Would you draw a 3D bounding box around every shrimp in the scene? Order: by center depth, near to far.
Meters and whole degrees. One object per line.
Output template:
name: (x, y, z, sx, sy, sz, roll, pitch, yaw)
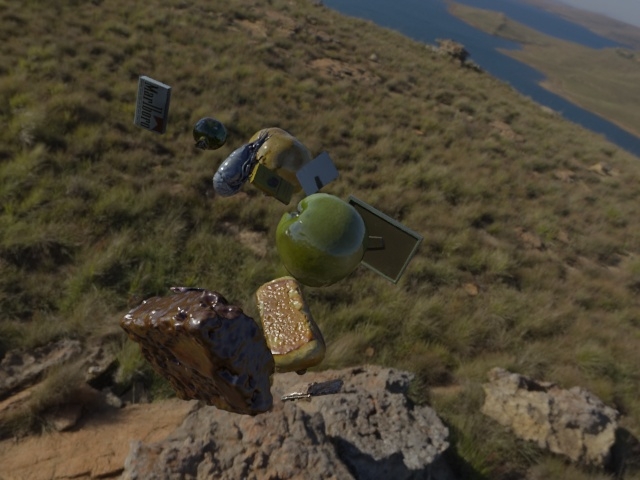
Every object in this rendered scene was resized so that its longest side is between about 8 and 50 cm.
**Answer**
shrimp: (-0.302, -0.316, 1.837, 0.145, 0.343, 0.116, 40, 1, -25)

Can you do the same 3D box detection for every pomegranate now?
pomegranate: (-0.405, -0.389, 1.645, 0.130, 0.130, 0.130, 13, 34, -9)
pomegranate: (-0.199, -0.346, 2.063, 0.332, 0.332, 0.332, 13, 34, -9)

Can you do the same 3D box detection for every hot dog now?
hot dog: (-0.103, 0.330, 1.656, 0.185, 0.223, 0.405, -23, 41, -1)

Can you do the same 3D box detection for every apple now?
apple: (-0.010, 0.016, 1.429, 0.258, 0.295, 0.233, 44, 46, -22)

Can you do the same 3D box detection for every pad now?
pad: (-0.013, -0.248, 1.694, 0.003, 0.157, 0.112, -3, 62, -63)

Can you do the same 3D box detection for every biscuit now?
biscuit: (-0.321, 0.296, 1.226, 0.395, 0.343, 0.166, -5, 30, 38)

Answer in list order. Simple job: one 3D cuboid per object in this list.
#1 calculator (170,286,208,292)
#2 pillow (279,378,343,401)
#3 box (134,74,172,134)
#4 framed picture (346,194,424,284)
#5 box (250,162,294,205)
calculator: (-0.546, 0.208, 1.875, 0.103, 0.024, 0.166, -6, -12, 42)
pillow: (-0.030, 0.556, 1.675, 0.232, 0.043, 0.126, -14, -2, 19)
box: (-0.597, -0.480, 1.604, 0.115, 0.177, 0.036, 22, 30, 2)
framed picture: (0.185, 0.000, 1.570, 0.289, 0.211, 0.020, 31, 31, 13)
box: (-0.164, -0.194, 1.560, 0.155, 0.023, 0.087, 32, 55, -25)
